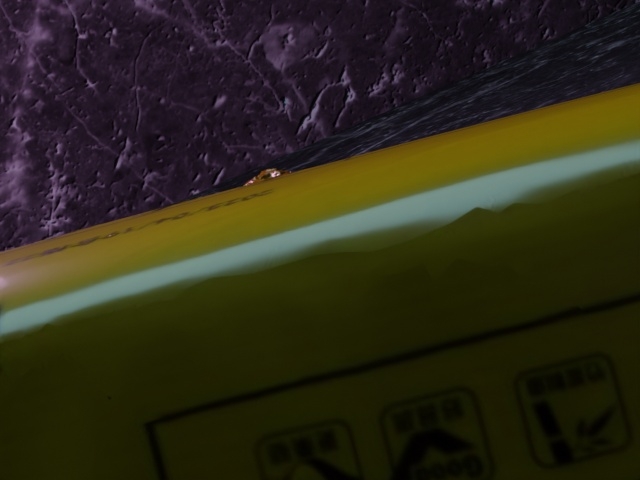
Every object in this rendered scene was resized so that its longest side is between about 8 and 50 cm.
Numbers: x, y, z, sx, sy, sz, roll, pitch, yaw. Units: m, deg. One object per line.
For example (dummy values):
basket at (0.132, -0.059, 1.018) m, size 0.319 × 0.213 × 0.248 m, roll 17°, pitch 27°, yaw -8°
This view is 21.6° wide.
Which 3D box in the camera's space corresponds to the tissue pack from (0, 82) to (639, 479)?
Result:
tissue pack at (0.069, 0.075, 0.528) m, size 0.381 × 0.228 × 0.293 m, roll -15°, pitch -1°, yaw 5°

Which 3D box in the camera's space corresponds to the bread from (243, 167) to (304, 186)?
bread at (0.000, 0.000, 1.468) m, size 0.103 × 0.132 × 0.172 m, roll -49°, pitch 22°, yaw -11°
